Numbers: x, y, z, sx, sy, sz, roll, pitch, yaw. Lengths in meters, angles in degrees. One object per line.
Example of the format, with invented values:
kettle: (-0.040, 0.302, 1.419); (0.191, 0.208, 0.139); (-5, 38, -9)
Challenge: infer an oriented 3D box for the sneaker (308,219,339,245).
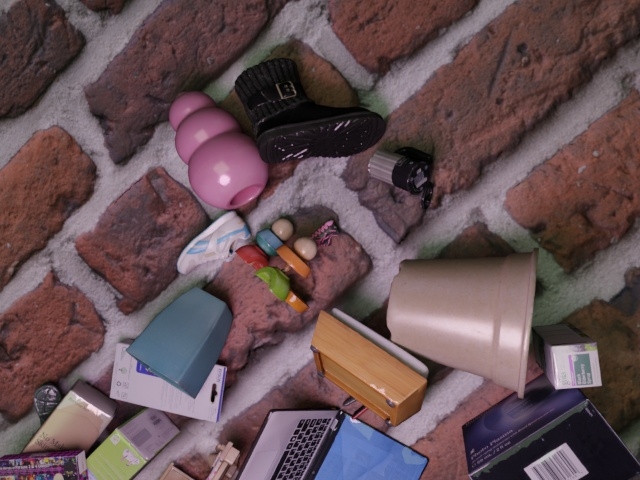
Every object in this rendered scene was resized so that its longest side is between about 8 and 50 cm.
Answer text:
sneaker: (0.000, 0.000, 1.431); (0.119, 0.047, 0.057); (-39, 96, 11)

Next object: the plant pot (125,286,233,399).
plant pot: (-0.341, 0.253, 1.412); (0.166, 0.165, 0.234); (27, 66, 18)

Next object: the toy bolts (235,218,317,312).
toy bolts: (-0.082, 0.052, 1.405); (0.158, 0.218, 0.228); (-47, 50, -3)

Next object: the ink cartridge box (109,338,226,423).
ink cartridge box: (-0.415, 0.388, 1.511); (0.333, 0.065, 0.165); (11, 94, 12)

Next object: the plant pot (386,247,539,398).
plant pot: (0.327, 0.165, 1.256); (0.306, 0.334, 0.333); (6, 93, 21)

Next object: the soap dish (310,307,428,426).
soap dish: (0.109, 0.308, 1.297); (0.291, 0.229, 0.118); (32, 65, 23)

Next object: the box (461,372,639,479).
box: (0.491, 0.461, 1.225); (0.296, 0.294, 0.182); (-37, 83, 10)

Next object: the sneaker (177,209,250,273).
sneaker: (-0.292, 0.023, 1.463); (0.229, 0.087, 0.092); (-41, 87, 11)

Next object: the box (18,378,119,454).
box: (-0.714, 0.557, 1.492); (0.148, 0.121, 0.311); (36, 84, -11)

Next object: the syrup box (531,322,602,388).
syrup box: (0.553, 0.257, 1.235); (0.096, 0.237, 0.093); (-8, 90, 11)

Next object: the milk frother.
milk frother: (0.210, -0.152, 1.362); (0.135, 0.129, 0.143); (30, 132, 42)

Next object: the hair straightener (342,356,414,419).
hair straightener: (0.148, 0.364, 1.411); (0.230, 0.047, 0.089); (-39, 85, 9)

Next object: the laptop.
laptop: (-0.001, 0.647, 1.362); (0.236, 0.408, 0.381); (31, 98, 42)

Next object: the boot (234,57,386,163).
boot: (-0.028, -0.343, 1.380); (0.348, 0.131, 0.260); (-8, 59, -16)

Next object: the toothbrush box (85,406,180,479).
toothbrush box: (-0.549, 0.603, 1.471); (0.122, 0.206, 0.283); (44, 100, 6)

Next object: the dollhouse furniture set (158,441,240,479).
dollhouse furniture set: (-0.358, 0.642, 1.356); (0.174, 0.355, 0.303); (29, 58, 8)

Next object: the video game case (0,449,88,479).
video game case: (-0.695, 0.644, 1.373); (0.232, 0.042, 0.210); (-8, 92, 10)

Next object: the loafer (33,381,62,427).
loafer: (-0.771, 0.542, 1.588); (0.096, 0.084, 0.267); (-9, 95, -20)

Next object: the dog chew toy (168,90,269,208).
dog chew toy: (-0.276, -0.246, 1.401); (0.207, 0.206, 0.331); (-35, 77, 10)
